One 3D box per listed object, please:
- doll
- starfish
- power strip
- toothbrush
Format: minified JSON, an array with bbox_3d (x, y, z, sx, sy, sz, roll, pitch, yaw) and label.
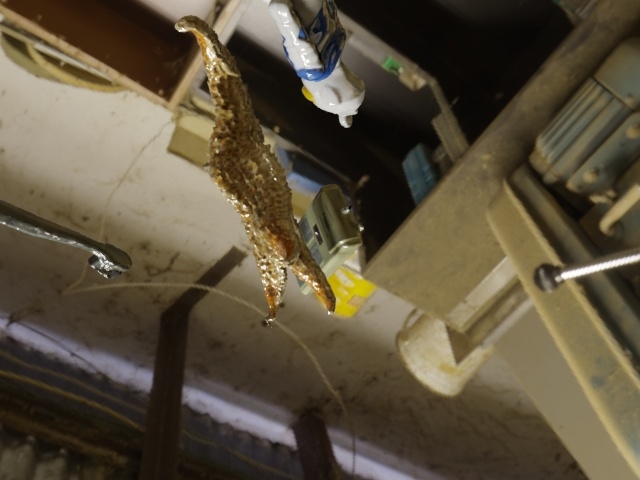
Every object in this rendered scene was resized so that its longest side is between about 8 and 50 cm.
[{"bbox_3d":[-0.012,-0.184,0.571,0.114,0.057,0.227,-74,-32,-45],"label":"doll"},{"bbox_3d":[-0.070,-0.043,0.748,0.301,0.084,0.294,94,155,-74],"label":"starfish"},{"bbox_3d":[0.000,0.000,0.772,0.028,0.169,0.076,-12,-111,-26],"label":"power strip"},{"bbox_3d":[-0.284,-0.022,0.622,0.297,0.030,0.030,36,-164,-53],"label":"toothbrush"}]
